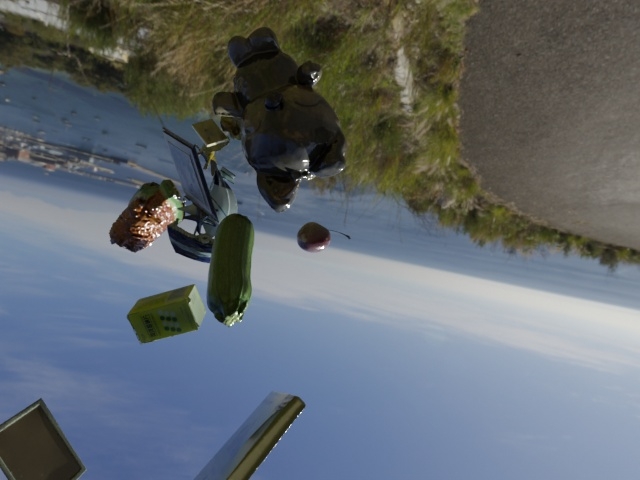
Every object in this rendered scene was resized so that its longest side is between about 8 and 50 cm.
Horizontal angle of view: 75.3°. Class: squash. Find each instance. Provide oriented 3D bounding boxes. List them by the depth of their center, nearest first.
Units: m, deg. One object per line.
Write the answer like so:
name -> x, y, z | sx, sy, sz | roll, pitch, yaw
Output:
squash -> -0.144, 0.041, 0.671 | 0.077, 0.219, 0.068 | -25, 133, 16

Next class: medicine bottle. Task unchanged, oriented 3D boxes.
medicine bottle -> -0.592, 0.282, 1.607 | 0.249, 0.137, 0.141 | -15, -158, 3

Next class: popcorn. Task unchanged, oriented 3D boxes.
popcorn -> -0.214, -0.412, 1.365 | 0.221, 0.205, 0.183 | 24, -162, 34

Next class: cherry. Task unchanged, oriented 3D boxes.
cherry -> -0.002, -0.001, 1.555 | 0.187, 0.116, 0.148 | 21, 179, 17

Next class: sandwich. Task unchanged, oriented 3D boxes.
sandwich -> -0.647, -0.092, 1.521 | 0.162, 0.301, 0.250 | 44, 162, 8

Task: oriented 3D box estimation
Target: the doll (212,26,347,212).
doll -> -0.052, -0.265, 0.987 | 0.252, 0.383, 0.378 | -25, 167, 24

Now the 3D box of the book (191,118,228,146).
book -> -0.364, -0.355, 1.363 | 0.077, 0.014, 0.111 | -26, -116, -27

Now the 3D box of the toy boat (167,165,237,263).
toy boat -> -0.345, -0.068, 1.225 | 0.209, 0.292, 0.070 | -8, -159, -25

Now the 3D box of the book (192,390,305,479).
book -> -0.183, 0.431, 0.776 | 0.035, 0.352, 0.239 | 45, 154, -2

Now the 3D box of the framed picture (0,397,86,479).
framed picture -> -0.815, 0.620, 1.193 | 0.017, 0.275, 0.217 | -29, -178, 7

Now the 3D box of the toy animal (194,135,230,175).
toy animal -> -0.400, -0.331, 1.454 | 0.095, 0.155, 0.219 | -33, -178, -39

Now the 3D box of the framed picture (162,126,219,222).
framed picture -> -0.309, -0.155, 0.974 | 0.010, 0.195, 0.199 | -30, -139, -27
